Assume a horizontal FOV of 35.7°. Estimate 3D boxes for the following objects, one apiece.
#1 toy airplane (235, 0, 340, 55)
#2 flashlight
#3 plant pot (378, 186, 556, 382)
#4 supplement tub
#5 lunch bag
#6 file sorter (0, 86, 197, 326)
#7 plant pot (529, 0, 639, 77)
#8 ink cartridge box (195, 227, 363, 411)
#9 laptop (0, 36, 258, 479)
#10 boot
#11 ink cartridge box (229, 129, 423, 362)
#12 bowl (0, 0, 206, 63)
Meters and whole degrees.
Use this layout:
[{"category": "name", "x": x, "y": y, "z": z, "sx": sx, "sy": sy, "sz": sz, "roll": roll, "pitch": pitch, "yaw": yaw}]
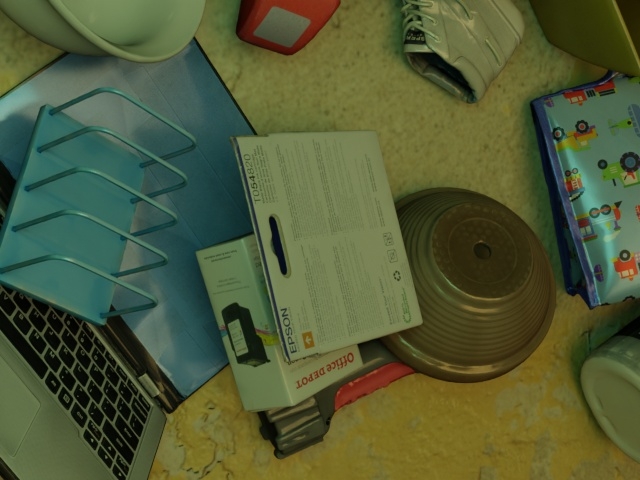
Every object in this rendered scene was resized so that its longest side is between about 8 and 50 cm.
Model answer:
[{"category": "toy airplane", "x": 0.045, "y": -0.375, "z": 0.898, "sx": 0.386, "sy": 0.272, "sz": 0.384, "roll": -19, "pitch": 125, "yaw": 7}, {"category": "flashlight", "x": 0.071, "y": 0.160, "z": 1.167, "sx": 0.304, "sy": 0.103, "sz": 0.103, "roll": -25, "pitch": 143, "yaw": -19}, {"category": "plant pot", "x": 0.167, "y": 0.033, "z": 1.124, "sx": 0.237, "sy": 0.109, "sz": 0.237, "roll": 5, "pitch": 65, "yaw": -10}, {"category": "supplement tub", "x": 0.524, "y": 0.153, "z": 1.331, "sx": 0.316, "sy": 0.193, "sz": 0.193, "roll": -32, "pitch": 110, "yaw": -19}, {"category": "lunch bag", "x": 0.399, "y": -0.087, "z": 1.249, "sx": 0.221, "sy": 0.138, "sz": 0.293, "roll": -14, "pitch": 95, "yaw": 2}, {"category": "file sorter", "x": -0.189, "y": -0.030, "z": 0.864, "sx": 0.118, "sy": 0.104, "sz": 0.170, "roll": 32, "pitch": 57, "yaw": -40}, {"category": "plant pot", "x": 0.353, "y": -0.333, "z": 1.182, "sx": 0.212, "sy": 0.187, "sz": 0.212, "roll": -37, "pitch": 111, "yaw": -17}, {"category": "ink cartridge box", "x": -0.039, "y": 0.073, "z": 1.027, "sx": 0.127, "sy": 0.072, "sz": 0.175, "roll": -21, "pitch": 96, "yaw": -50}, {"category": "laptop", "x": -0.180, "y": 0.023, "z": 0.953, "sx": 0.236, "sy": 0.408, "sz": 0.382, "roll": -27, "pitch": 112, "yaw": 15}, {"category": "boot", "x": 0.126, "y": -0.269, "z": 1.129, "sx": 0.258, "sy": 0.095, "sz": 0.123, "roll": 38, "pitch": 74, "yaw": -26}, {"category": "ink cartridge box", "x": 0.000, "y": 0.000, "z": 1.000, "sx": 0.224, "sy": 0.045, "sz": 0.223, "roll": -8, "pitch": 84, "yaw": -49}, {"category": "bowl", "x": -0.236, "y": -0.290, "z": 0.897, "sx": 0.298, "sy": 0.134, "sz": 0.297, "roll": 33, "pitch": 51, "yaw": -55}]
